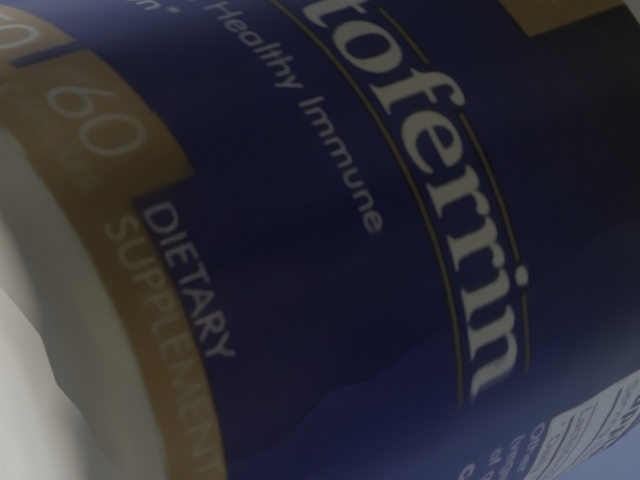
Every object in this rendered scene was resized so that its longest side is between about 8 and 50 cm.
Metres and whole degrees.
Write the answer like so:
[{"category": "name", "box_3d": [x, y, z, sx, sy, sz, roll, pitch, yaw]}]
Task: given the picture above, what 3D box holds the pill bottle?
[{"category": "pill bottle", "box_3d": [0.000, 0.000, 0.451, 0.265, 0.153, 0.153, -23, -95, -41]}]
